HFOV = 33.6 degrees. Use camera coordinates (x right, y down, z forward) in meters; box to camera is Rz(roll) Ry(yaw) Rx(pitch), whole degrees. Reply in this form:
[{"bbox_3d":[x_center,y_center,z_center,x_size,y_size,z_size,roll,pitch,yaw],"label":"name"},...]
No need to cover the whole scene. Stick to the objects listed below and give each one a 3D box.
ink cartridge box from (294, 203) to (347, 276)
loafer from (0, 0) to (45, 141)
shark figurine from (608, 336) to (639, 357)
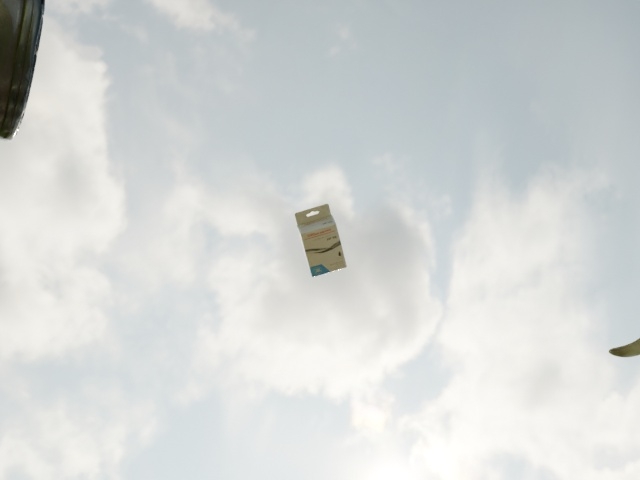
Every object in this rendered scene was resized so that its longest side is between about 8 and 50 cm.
[{"bbox_3d":[0.000,0.000,1.350,0.048,0.028,0.083,-17,-62,-4],"label":"ink cartridge box"},{"bbox_3d":[-0.152,-0.114,0.433,0.061,0.170,0.062,1,-32,-31],"label":"loafer"},{"bbox_3d":[0.418,0.040,1.247,0.166,0.116,0.278,-8,-39,-6],"label":"shark figurine"}]
